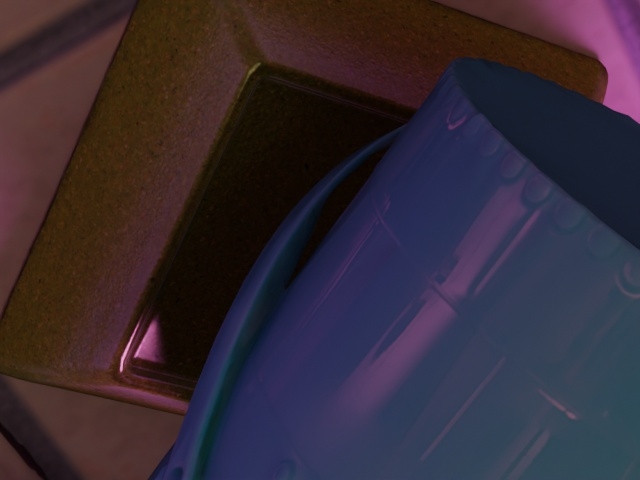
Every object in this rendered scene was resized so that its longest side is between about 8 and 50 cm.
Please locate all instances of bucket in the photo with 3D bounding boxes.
[{"bbox_3d":[0.094,0.080,0.599,0.281,0.281,0.183,23,107,-30],"label":"bucket"}]

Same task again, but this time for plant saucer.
[{"bbox_3d":[0.000,0.000,0.703,0.188,0.045,0.188,16,111,-27],"label":"plant saucer"}]
